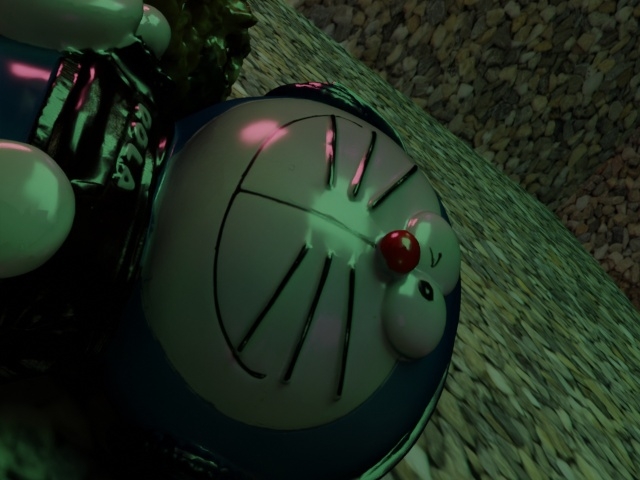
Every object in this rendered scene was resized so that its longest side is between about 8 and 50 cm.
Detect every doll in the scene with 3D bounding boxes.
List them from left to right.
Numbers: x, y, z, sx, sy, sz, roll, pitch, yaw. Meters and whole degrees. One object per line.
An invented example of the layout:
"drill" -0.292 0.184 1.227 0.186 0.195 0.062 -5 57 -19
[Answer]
"doll" -0.059 0.015 0.487 0.310 0.240 0.284 21 63 -17

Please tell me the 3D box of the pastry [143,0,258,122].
"pastry" -0.182 -0.145 0.572 0.275 0.275 0.193 36 22 -14
